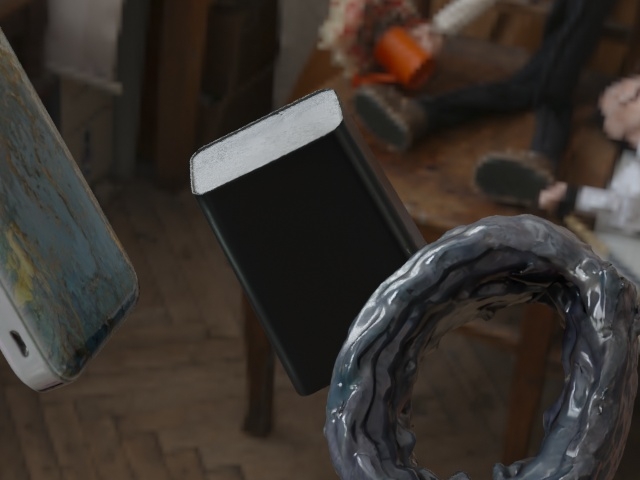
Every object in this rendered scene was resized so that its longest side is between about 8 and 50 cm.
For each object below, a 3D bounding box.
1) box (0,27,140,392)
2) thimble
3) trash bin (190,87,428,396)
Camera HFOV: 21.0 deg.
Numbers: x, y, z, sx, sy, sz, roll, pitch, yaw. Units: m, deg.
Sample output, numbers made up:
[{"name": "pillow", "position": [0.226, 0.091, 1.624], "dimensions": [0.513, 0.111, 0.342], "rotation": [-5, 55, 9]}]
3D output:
[{"name": "box", "position": [-0.185, -0.066, 0.884], "dimensions": [0.044, 0.285, 0.142], "rotation": [-25, 12, 16]}, {"name": "thimble", "position": [0.114, 0.103, 1.156], "dimensions": [0.205, 0.172, 0.236], "rotation": [43, 84, 14]}, {"name": "trash bin", "position": [0.000, 0.000, 1.552], "dimensions": [0.165, 0.225, 0.115], "rotation": [-25, 29, 8]}]
